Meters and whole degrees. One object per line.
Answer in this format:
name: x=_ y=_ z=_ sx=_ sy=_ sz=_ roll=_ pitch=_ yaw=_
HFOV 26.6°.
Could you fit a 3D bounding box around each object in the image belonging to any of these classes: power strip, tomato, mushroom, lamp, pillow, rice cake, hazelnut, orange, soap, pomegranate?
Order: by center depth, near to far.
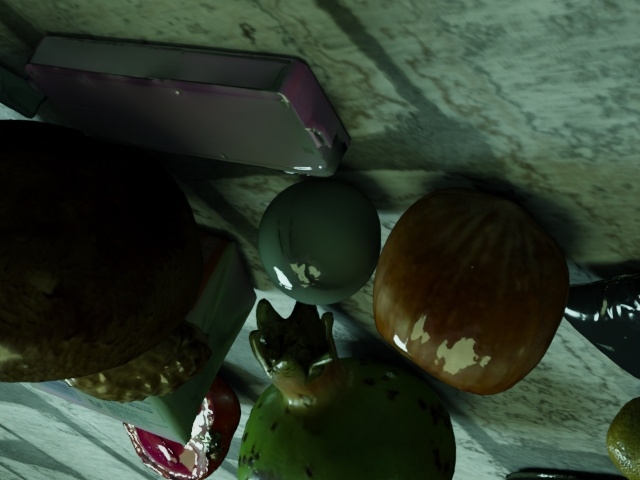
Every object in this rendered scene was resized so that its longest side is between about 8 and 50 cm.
pillow: x=0.283 y=0.063 z=1.021 sx=0.141 sy=0.055 sz=0.208 roll=42 pitch=152 yaw=-17
hazelnut: x=0.113 y=0.036 z=1.032 sx=0.150 sy=0.150 sz=0.150 roll=21 pitch=157 yaw=10
power strip: x=-0.107 y=-0.107 z=1.063 sx=0.279 sy=0.037 sz=0.109 roll=10 pitch=153 yaw=31
lamp: x=0.000 y=0.000 z=1.104 sx=0.105 sy=0.105 sz=0.105 roll=21 pitch=157 yaw=10
mushroom: x=-0.253 y=0.003 z=1.141 sx=0.345 sy=0.239 sz=0.345 roll=8 pitch=172 yaw=1
rice cake: x=-0.322 y=-0.160 z=1.172 sx=0.180 sy=0.030 sz=0.042 roll=29 pitch=170 yaw=-9
orange: x=0.305 y=0.181 z=1.207 sx=0.095 sy=0.085 sz=0.085 roll=21 pitch=158 yaw=29
soap: x=-0.190 y=0.075 z=1.354 sx=0.199 sy=0.182 sz=0.138 roll=17 pitch=154 yaw=20
pomegranate: x=0.032 y=0.196 z=1.394 sx=0.231 sy=0.231 sz=0.286 roll=19 pitch=128 yaw=15
tomato: x=-0.172 y=0.215 z=1.752 sx=0.173 sy=0.099 sz=0.189 roll=28 pitch=122 yaw=33

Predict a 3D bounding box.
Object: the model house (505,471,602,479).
model house: x=0.288 y=0.426 z=1.504 sx=0.218 sy=0.279 sz=0.205 roll=37 pitch=153 yaw=-28
